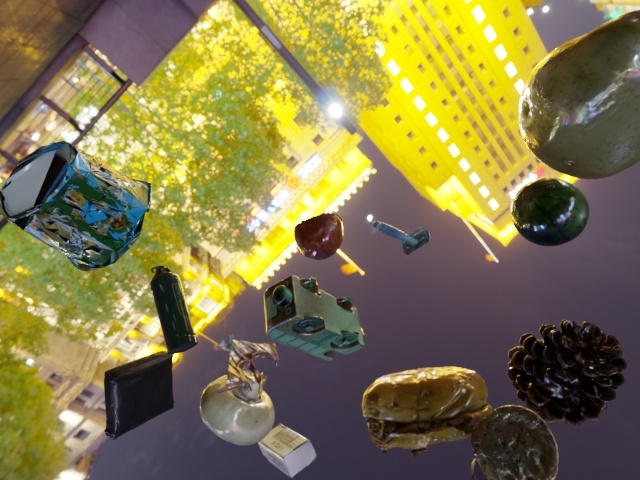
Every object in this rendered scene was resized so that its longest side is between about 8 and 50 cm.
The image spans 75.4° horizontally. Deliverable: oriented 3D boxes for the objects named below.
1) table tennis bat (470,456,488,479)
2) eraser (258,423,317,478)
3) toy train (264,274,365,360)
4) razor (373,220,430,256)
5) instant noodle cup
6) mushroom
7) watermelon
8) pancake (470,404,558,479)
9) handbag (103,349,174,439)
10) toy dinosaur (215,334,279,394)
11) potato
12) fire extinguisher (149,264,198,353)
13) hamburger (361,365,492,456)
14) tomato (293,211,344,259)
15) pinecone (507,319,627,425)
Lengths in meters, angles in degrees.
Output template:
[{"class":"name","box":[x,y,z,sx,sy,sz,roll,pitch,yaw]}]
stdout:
[{"class":"table tennis bat","box":[0.396,0.485,0.878,0.157,0.095,0.014,-18,163,-5]},{"class":"eraser","box":[-0.138,0.818,1.630,0.130,0.086,0.287,-24,-178,-29]},{"class":"toy train","box":[-0.021,0.198,1.042,0.159,0.326,0.129,-33,-132,23]},{"class":"razor","box":[0.152,-0.014,0.823,0.068,0.135,0.040,-39,-132,31]},{"class":"instant noodle cup","box":[-0.493,-0.077,0.835,0.240,0.178,0.241,-11,-122,19]},{"class":"mushroom","box":[-0.249,0.505,1.283,0.203,0.246,0.246,-64,-154,7]},{"class":"watermelon","box":[0.779,-0.097,1.417,0.242,0.242,0.242,-35,-151,23]},{"class":"pancake","box":[0.355,0.381,0.765,0.151,0.025,0.152,-15,-122,26]},{"class":"handbag","box":[-0.589,0.504,1.374,0.080,0.246,0.223,3,-84,32]},{"class":"toy dinosaur","box":[-0.120,0.200,0.676,0.032,0.108,0.220,-52,169,15]},{"class":"potato","box":[0.305,-0.155,0.451,0.157,0.157,0.194,-53,164,-12]},{"class":"fire extinguisher","box":[-0.481,0.203,1.325,0.114,0.095,0.312,-45,-119,48]},{"class":"hamburger","box":[0.249,0.387,0.974,0.318,0.318,0.158,-22,-107,41]},{"class":"tomato","box":[0.000,0.000,1.720,0.213,0.180,0.155,-26,-130,20]},{"class":"pinecone","box":[0.608,0.318,1.016,0.292,0.246,0.247,93,15,-53]}]
